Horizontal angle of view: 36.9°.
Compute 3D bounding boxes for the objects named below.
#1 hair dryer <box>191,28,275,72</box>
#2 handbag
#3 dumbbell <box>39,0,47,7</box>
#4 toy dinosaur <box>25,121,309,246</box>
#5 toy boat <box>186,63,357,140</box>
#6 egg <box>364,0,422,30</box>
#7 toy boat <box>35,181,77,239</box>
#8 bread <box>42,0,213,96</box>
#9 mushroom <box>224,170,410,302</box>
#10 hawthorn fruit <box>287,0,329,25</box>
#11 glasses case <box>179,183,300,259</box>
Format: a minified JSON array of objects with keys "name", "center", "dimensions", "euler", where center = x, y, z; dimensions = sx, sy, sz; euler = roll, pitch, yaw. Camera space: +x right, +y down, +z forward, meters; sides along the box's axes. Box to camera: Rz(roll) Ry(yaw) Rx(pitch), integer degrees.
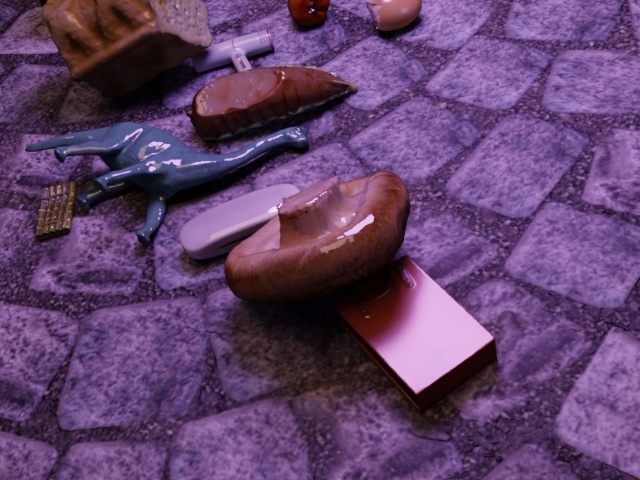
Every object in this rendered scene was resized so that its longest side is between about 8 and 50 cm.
[{"name":"hair dryer","center":[-0.152,-0.300,1.731],"dimensions":[0.155,0.044,0.183],"euler":[-17,48,6]},{"name":"handbag","center":[0.118,0.114,1.234],"dimensions":[0.127,0.063,0.190],"euler":[-33,49,-13]},{"name":"dumbbell","center":[-0.409,-0.519,1.921],"dimensions":[0.388,0.185,0.185],"euler":[9,51,25]},{"name":"toy dinosaur","center":[-0.255,-0.163,1.600],"dimensions":[0.383,0.129,0.331],"euler":[33,58,32]},{"name":"toy boat","center":[-0.087,-0.245,1.617],"dimensions":[0.293,0.099,0.108],"euler":[-12,72,8]},{"name":"egg","center":[0.133,-0.417,1.715],"dimensions":[0.096,0.080,0.080],"euler":[-23,45,-1]},{"name":"toy boat","center":[-0.442,-0.051,1.607],"dimensions":[0.063,0.016,0.115],"euler":[-14,45,5]},{"name":"bread","center":[-0.339,-0.393,1.718],"dimensions":[0.252,0.238,0.196],"euler":[-14,15,24]},{"name":"mushroom","center":[0.000,0.000,1.295],"dimensions":[0.278,0.146,0.278],"euler":[-25,18,9]},{"name":"hawthorn fruit","center":[-0.028,-0.447,1.801],"dimensions":[0.081,0.081,0.093],"euler":[-29,37,-9]},{"name":"glasses case","center":[-0.118,-0.029,1.453],"dimensions":[0.197,0.049,0.076],"euler":[-22,43,-3]}]
